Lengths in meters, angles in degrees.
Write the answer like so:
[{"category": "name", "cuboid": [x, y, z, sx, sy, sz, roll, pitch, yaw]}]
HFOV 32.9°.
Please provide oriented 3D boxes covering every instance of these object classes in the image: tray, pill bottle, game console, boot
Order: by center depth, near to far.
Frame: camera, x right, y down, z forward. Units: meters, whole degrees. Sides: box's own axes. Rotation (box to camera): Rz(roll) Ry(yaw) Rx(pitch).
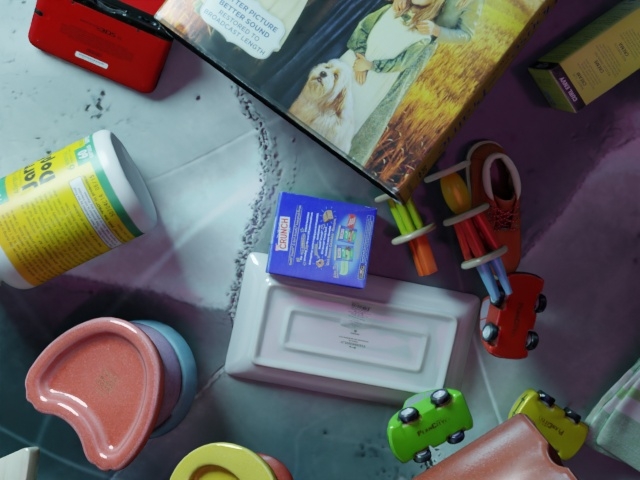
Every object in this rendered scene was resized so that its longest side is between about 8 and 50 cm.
[{"category": "pill bottle", "cuboid": [-0.286, -0.021, 1.122, 0.208, 0.117, 0.117, -26, 101, 1]}, {"category": "game console", "cuboid": [-0.217, -0.245, 1.142, 0.144, 0.085, 0.124, 23, 128, -7]}, {"category": "boot", "cuboid": [0.191, -0.027, 1.175, 0.059, 0.084, 0.157, -12, 102, -5]}, {"category": "tray", "cuboid": [0.038, 0.108, 1.213, 0.270, 0.030, 0.145, 11, 98, -6]}]

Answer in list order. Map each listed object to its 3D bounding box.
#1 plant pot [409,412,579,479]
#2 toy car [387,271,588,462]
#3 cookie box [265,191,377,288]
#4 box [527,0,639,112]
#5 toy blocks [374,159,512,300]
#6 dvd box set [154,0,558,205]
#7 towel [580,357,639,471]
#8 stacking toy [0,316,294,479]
[{"category": "plant pot", "cuboid": [0.162, 0.331, 1.099, 0.265, 0.272, 0.272, -38, 100, 2]}, {"category": "toy car", "cuboid": [0.168, 0.169, 1.198, 0.225, 0.053, 0.239, -25, 108, -12]}, {"category": "cookie box", "cuboid": [0.000, 0.000, 1.177, 0.107, 0.040, 0.091, 10, 84, -7]}, {"category": "box", "cuboid": [0.339, -0.226, 1.152, 0.232, 0.087, 0.058, -36, 102, 1]}, {"category": "toy blocks", "cuboid": [0.135, 0.002, 1.158, 0.123, 0.054, 0.148, -22, 91, 39]}, {"category": "dvd box set", "cuboid": [0.085, -0.289, 1.052, 0.308, 0.062, 0.420, 38, 89, 11]}, {"category": "towel", "cuboid": [0.481, 0.160, 1.213, 0.248, 0.038, 0.324, 30, 111, -9]}, {"category": "stacking toy", "cuboid": [-0.192, 0.252, 1.151, 0.279, 0.130, 0.309, -45, 73, 9]}]
